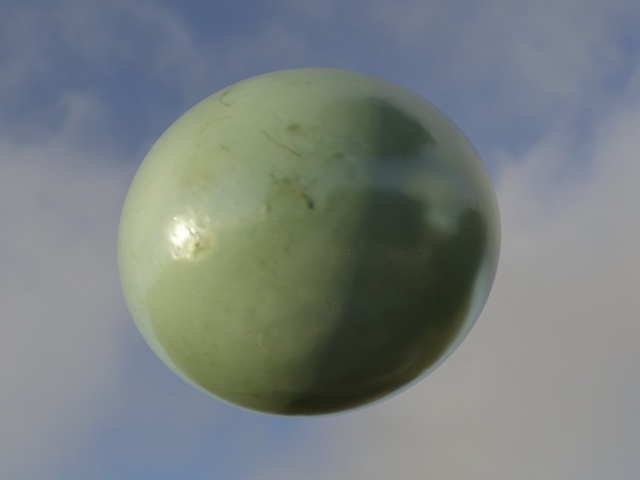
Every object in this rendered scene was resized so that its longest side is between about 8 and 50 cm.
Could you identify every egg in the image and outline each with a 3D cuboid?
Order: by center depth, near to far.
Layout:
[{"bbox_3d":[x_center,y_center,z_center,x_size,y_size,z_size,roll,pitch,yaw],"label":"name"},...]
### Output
[{"bbox_3d":[0.000,0.000,0.514,0.149,0.149,0.192,-34,-15,37],"label":"egg"}]
